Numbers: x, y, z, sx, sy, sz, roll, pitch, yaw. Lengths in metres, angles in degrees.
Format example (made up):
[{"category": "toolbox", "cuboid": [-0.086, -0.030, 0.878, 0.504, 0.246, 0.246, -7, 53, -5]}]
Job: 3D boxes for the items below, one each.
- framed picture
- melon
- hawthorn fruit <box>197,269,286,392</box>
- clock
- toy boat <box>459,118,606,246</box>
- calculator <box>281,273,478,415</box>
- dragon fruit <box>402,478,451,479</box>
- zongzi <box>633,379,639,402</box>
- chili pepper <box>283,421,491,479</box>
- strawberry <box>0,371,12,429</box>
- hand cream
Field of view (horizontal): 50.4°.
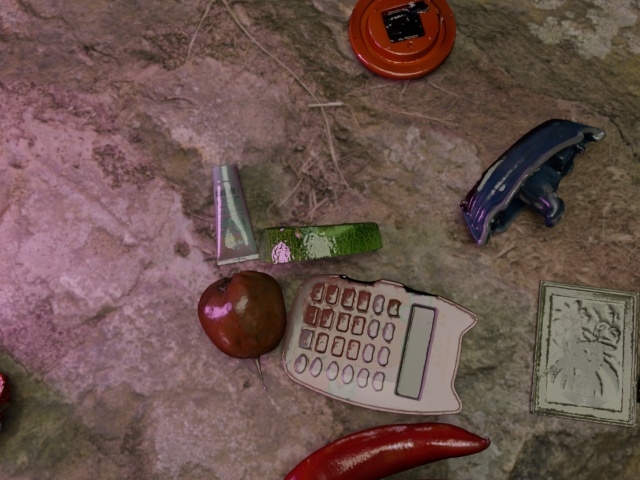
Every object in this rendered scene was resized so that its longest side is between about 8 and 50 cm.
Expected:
[{"category": "framed picture", "cuboid": [0.450, 0.189, 1.154, 0.172, 0.010, 0.232, 6, 76, 7]}, {"category": "melon", "cuboid": [0.000, 0.000, 1.169, 0.209, 0.118, 0.064, -6, 90, -13]}, {"category": "hawthorn fruit", "cuboid": [-0.128, 0.135, 1.136, 0.149, 0.149, 0.189, -4, 118, 0]}, {"category": "clock", "cuboid": [0.156, -0.402, 1.292, 0.205, 0.051, 0.206, 0, 76, 2]}, {"category": "toy boat", "cuboid": [0.376, -0.098, 1.172, 0.309, 0.129, 0.142, -41, 65, -9]}, {"category": "calculator", "cuboid": [0.090, 0.173, 1.156, 0.329, 0.048, 0.220, 12, 78, 6]}, {"category": "dragon fruit", "cuboid": [0.124, 0.490, 1.035, 0.316, 0.152, 0.205, -18, 106, -1]}, {"category": "zongzi", "cuboid": [0.557, 0.239, 1.115, 0.067, 0.073, 0.083, 36, 79, -5]}, {"category": "chili pepper", "cuboid": [0.072, 0.350, 1.064, 0.368, 0.137, 0.092, -25, 100, -5]}, {"category": "strawberry", "cuboid": [-0.620, 0.259, 1.120, 0.188, 0.106, 0.286, -32, 63, -29]}, {"category": "hand cream", "cuboid": [-0.160, -0.047, 1.217, 0.076, 0.047, 0.175, -10, 85, -2]}]
